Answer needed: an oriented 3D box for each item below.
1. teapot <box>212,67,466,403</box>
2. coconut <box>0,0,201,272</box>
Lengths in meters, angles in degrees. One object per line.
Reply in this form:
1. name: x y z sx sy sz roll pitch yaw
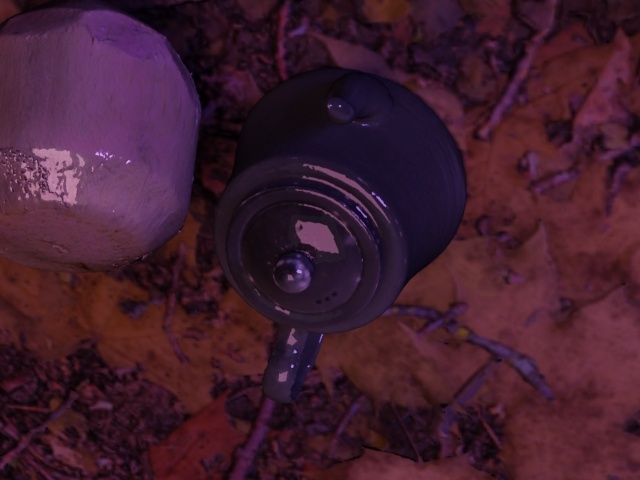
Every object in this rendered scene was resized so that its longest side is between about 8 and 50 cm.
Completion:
1. teapot: 0.000 0.000 1.005 0.162 0.149 0.239 18 122 6
2. coconut: -0.155 -0.076 1.012 0.171 0.183 0.171 5 155 2
